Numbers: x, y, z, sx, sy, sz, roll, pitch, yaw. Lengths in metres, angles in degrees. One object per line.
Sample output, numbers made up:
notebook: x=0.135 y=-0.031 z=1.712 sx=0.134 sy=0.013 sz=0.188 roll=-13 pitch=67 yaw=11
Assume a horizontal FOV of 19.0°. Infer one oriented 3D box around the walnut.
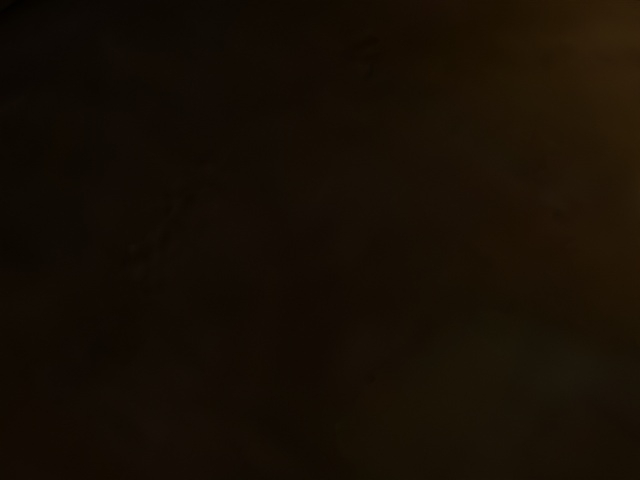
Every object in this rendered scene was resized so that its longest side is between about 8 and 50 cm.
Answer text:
walnut: x=0.047 y=0.072 z=0.505 sx=0.354 sy=0.398 sz=0.308 roll=-56 pitch=-161 yaw=13
